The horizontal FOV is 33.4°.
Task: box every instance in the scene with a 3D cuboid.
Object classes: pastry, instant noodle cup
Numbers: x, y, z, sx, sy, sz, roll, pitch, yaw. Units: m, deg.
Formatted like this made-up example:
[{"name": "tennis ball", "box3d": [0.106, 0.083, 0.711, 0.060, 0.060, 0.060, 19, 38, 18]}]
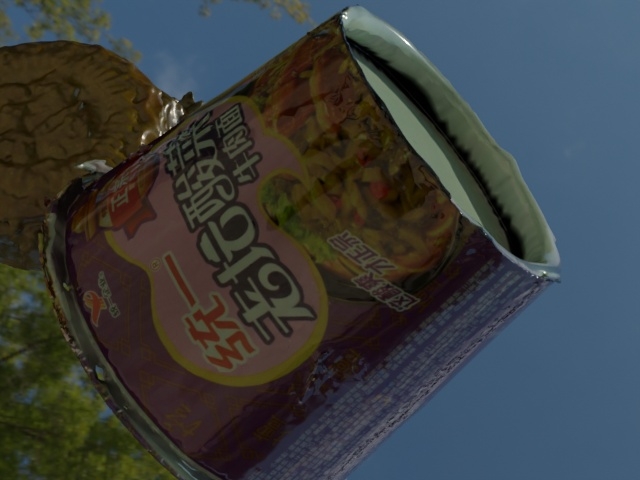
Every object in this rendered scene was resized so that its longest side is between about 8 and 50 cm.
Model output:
[{"name": "pastry", "box3d": [-0.245, -0.082, 0.991, 0.235, 0.132, 0.240, 6, -121, 11]}, {"name": "instant noodle cup", "box3d": [0.000, 0.000, 0.802, 0.266, 0.340, 0.340, -40, -116, 22]}]
